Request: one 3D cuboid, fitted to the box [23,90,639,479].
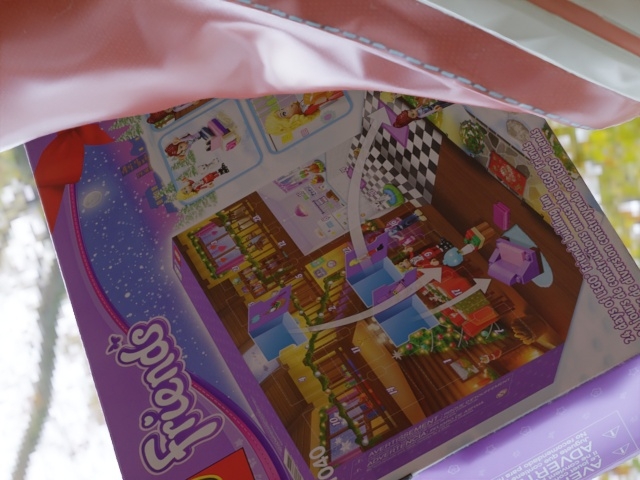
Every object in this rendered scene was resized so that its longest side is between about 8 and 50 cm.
[{"bbox_3d":[0.000,0.000,0.733,0.201,0.057,0.293,-29,-135,5],"label":"box"}]

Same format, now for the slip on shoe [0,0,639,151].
[{"bbox_3d":[-0.077,-0.062,0.420,0.331,0.101,0.123,10,-166,15],"label":"slip on shoe"}]
